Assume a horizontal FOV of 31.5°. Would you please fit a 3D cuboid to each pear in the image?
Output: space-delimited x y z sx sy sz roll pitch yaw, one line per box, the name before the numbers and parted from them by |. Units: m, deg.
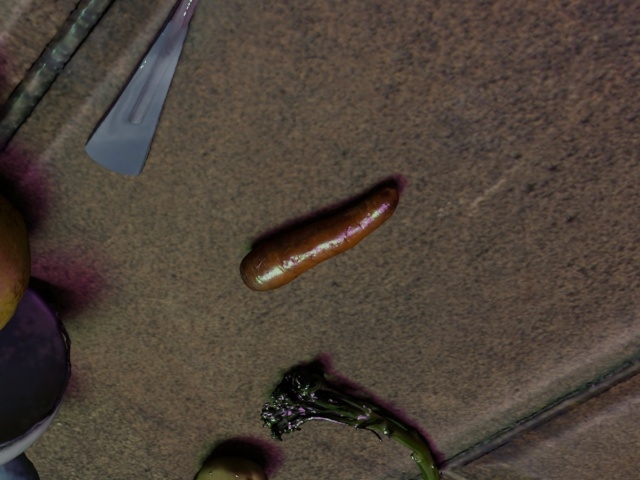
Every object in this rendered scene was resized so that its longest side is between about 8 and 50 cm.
pear | -0.358 0.027 1.067 0.177 0.178 0.178 5 139 4

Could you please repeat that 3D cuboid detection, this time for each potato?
potato | -0.114 0.309 1.415 0.091 0.070 0.138 22 136 -12

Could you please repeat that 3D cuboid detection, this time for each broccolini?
broccolini | 0.036 0.235 1.326 0.123 0.062 0.271 -20 135 42

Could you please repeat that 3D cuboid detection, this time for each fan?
fan | -0.139 -0.148 0.942 0.057 0.023 0.282 27 136 -7

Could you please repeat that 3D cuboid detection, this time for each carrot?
carrot | 0.000 0.000 1.068 0.191 0.047 0.047 -26 128 32

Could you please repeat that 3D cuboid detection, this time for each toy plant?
toy plant | -0.402 0.202 1.241 0.247 0.247 0.332 15 142 -7
